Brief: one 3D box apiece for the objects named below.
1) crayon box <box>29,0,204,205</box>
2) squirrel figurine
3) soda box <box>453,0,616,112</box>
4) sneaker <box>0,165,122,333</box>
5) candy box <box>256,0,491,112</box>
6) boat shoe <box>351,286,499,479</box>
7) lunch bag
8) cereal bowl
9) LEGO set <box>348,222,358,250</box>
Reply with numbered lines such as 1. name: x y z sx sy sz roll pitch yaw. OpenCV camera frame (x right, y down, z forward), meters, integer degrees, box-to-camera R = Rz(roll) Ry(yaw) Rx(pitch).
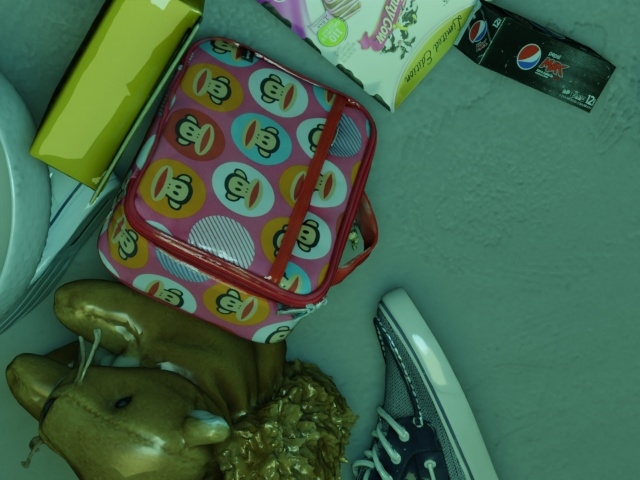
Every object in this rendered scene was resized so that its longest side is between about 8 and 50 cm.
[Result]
1. crayon box: -0.190 -0.174 1.791 0.081 0.318 0.202 29 103 -11
2. squirrel figurine: -0.122 0.188 1.880 0.397 0.370 0.281 37 102 -13
3. soda box: 0.221 -0.189 1.911 0.169 0.053 0.060 18 108 -38
4. sneaker: -0.315 0.004 1.973 0.091 0.094 0.258 44 102 11
5. candy box: 0.035 -0.265 1.904 0.233 0.071 0.159 38 101 -14
6. boat shoe: 0.092 0.227 2.029 0.158 0.127 0.340 -25 108 -3
7. lunch bag: -0.062 -0.043 1.859 0.258 0.293 0.120 26 139 -9
8. cereal bowl: -0.405 -0.053 1.880 0.339 0.141 0.339 5 101 26
9. LEGO set: 0.001 -0.002 2.009 0.083 0.023 0.054 -17 107 3
